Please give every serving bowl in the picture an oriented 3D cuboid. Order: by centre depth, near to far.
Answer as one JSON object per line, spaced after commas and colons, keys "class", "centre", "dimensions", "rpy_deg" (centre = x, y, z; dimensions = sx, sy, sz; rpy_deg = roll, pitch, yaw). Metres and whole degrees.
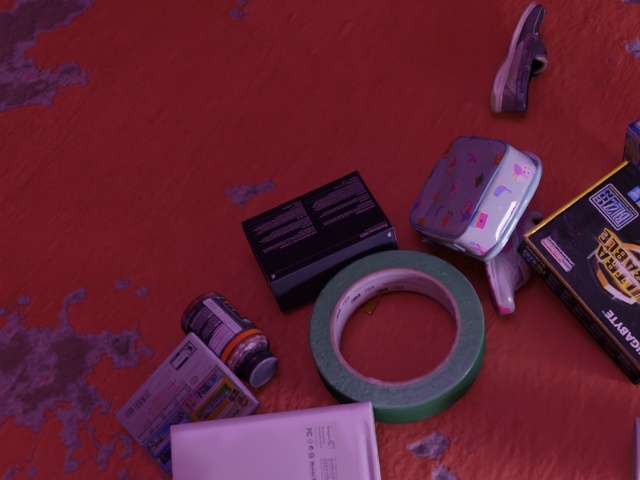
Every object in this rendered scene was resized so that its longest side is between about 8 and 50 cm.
{"class": "serving bowl", "centre": [0.412, -0.153, 2.034], "dimensions": [0.083, 0.027, 0.083], "rpy_deg": [-6, 56, 8]}

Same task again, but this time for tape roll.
{"class": "tape roll", "centre": [0.141, 0.172, 1.829], "dimensions": [0.321, 0.077, 0.321], "rpy_deg": [-5, 57, 8]}

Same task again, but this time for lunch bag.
{"class": "lunch bag", "centre": [0.282, -0.078, 1.867], "dimensions": [0.108, 0.279, 0.224], "rpy_deg": [26, 90, -17]}

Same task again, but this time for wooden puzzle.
{"class": "wooden puzzle", "centre": [0.071, 0.092, 1.948], "dimensions": [0.116, 0.014, 0.078], "rpy_deg": [30, 66, 29]}

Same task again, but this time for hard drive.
{"class": "hard drive", "centre": [-0.075, 0.412, 1.698], "dimensions": [0.353, 0.047, 0.233], "rpy_deg": [-8, 73, 7]}

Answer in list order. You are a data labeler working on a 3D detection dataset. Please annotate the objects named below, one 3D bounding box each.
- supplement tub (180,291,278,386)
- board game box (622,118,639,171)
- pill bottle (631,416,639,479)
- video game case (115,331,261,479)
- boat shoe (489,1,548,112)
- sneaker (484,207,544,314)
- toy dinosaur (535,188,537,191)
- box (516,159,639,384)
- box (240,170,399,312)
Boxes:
{"class": "supplement tub", "centre": [-0.167, 0.190, 1.877], "dimensions": [0.106, 0.106, 0.198], "rpy_deg": [-41, 58, -16]}
{"class": "board game box", "centre": [0.642, -0.116, 1.864], "dimensions": [0.035, 0.136, 0.201], "rpy_deg": [-27, 53, -9]}
{"class": "pill bottle", "centre": [0.635, 0.350, 1.552], "dimensions": [0.283, 0.161, 0.161], "rpy_deg": [2, 56, 14]}
{"class": "video game case", "centre": [-0.242, 0.307, 1.807], "dimensions": [0.193, 0.023, 0.212], "rpy_deg": [42, 90, 23]}
{"class": "boat shoe", "centre": [0.444, -0.389, 2.152], "dimensions": [0.092, 0.103, 0.285], "rpy_deg": [17, 65, 17]}
{"class": "sneaker", "centre": [0.370, 0.025, 1.873], "dimensions": [0.111, 0.103, 0.252], "rpy_deg": [2, 57, 16]}
{"class": "toy dinosaur", "centre": [0.369, -0.110, 1.987], "dimensions": [0.082, 0.090, 0.047], "rpy_deg": [15, 60, -31]}
{"class": "box", "centre": [0.554, 0.052, 1.777], "dimensions": [0.257, 0.079, 0.322], "rpy_deg": [-34, 73, -14]}
{"class": "box", "centre": [0.000, 0.000, 1.967], "dimensions": [0.261, 0.103, 0.184], "rpy_deg": [-24, 46, -5]}
